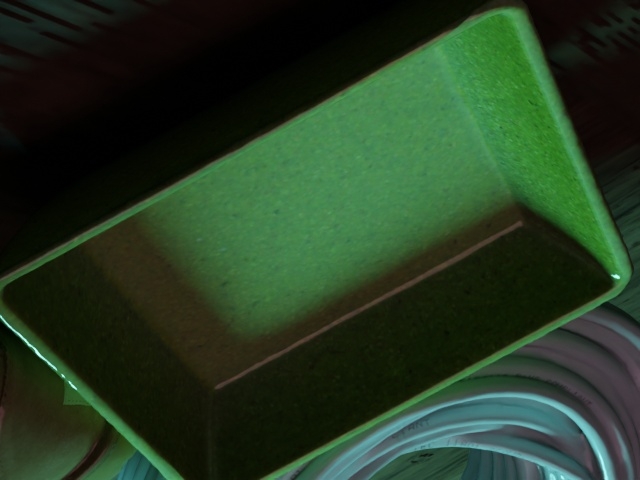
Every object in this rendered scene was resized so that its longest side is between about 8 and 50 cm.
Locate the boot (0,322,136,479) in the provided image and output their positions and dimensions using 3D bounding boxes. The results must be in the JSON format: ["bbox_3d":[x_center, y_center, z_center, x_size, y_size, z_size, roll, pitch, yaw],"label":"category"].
[{"bbox_3d":[-0.208,0.076,0.597,0.236,0.089,0.269,-40,156,13],"label":"boot"}]

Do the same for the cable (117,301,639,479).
[{"bbox_3d":[0.037,0.117,0.827,0.257,0.089,0.257,-32,129,-5],"label":"cable"}]

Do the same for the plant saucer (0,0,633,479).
[{"bbox_3d":[0.000,0.000,0.649,0.188,0.045,0.188,-28,145,4],"label":"plant saucer"}]
